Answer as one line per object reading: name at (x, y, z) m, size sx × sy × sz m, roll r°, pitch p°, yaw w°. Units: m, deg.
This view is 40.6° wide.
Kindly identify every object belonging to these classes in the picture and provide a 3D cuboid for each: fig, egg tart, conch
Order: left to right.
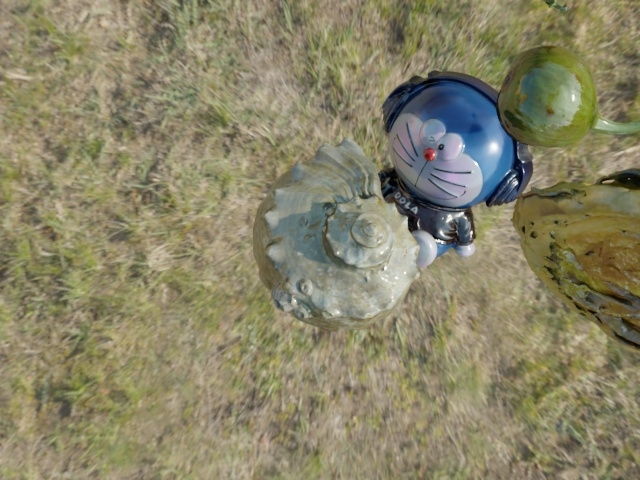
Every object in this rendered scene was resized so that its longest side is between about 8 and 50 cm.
conch at (-0.014, -0.002, 1.318) m, size 0.210 × 0.352 × 0.297 m, roll 6°, pitch 73°, yaw -37°
fig at (0.374, -0.187, 1.236) m, size 0.245 × 0.149 × 0.149 m, roll 17°, pitch 93°, yaw -10°
egg tart at (0.319, 0.011, 0.816) m, size 0.297 × 0.297 × 0.132 m, roll 30°, pitch 72°, yaw 1°

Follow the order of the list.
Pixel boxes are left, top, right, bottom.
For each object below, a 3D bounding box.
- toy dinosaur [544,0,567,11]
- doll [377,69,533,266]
toy dinosaur at (0.329, -0.351, 1.254) m, size 0.060 × 0.120 × 0.029 m, roll 10°, pitch 127°, yaw 17°
doll at (0.217, -0.137, 1.506) m, size 0.284 × 0.240 × 0.310 m, roll 33°, pitch 129°, yaw 20°
